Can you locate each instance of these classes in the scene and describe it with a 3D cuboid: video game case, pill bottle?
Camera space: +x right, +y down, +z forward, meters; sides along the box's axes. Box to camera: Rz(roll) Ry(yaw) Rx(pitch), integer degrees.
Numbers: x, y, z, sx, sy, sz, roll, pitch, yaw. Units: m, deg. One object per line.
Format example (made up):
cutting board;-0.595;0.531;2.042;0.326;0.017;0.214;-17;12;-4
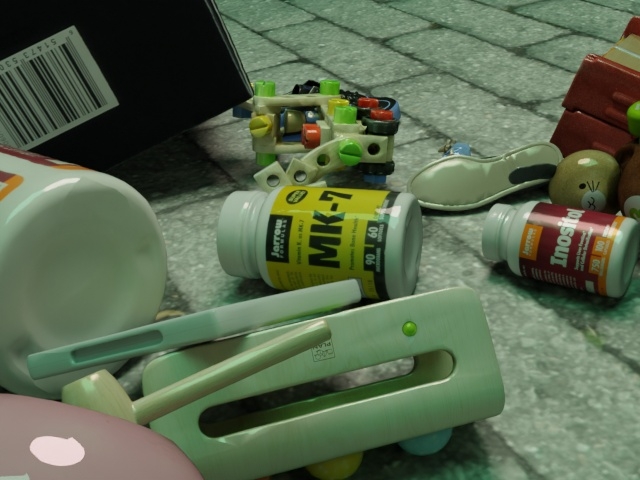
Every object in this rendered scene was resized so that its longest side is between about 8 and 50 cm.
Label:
video game case;-0.103;0.077;0.750;0.206;0.026;0.227;-16;-4;30
pill bottle;0.000;0.000;0.932;0.208;0.119;0.119;4;31;18
pill bottle;0.256;0.005;0.907;0.152;0.086;0.086;13;35;31
pill bottle;-0.372;0.003;0.892;0.392;0.224;0.224;17;37;35

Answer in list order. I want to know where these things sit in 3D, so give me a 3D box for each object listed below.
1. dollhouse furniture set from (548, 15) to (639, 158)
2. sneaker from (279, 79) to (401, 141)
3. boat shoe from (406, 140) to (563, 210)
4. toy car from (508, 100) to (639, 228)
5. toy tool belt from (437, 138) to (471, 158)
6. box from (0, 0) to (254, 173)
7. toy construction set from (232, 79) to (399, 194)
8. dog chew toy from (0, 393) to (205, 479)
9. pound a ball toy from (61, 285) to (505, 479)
dollhouse furniture set;0.508;-0.130;1.078;0.374;0.152;0.201;31;43;23
sneaker;0.014;-0.208;1.322;0.232;0.090;0.081;-13;30;-11
boat shoe;0.213;-0.076;1.107;0.206;0.075;0.065;-14;-13;-3
toy car;0.312;-0.053;0.946;0.188;0.155;0.149;-9;28;14
toy tool belt;0.189;-0.117;1.169;0.052;0.051;0.083;5;31;18
box;-0.409;-0.297;1.248;0.480;0.297;0.472;-27;34;-3
toy construction set;-0.016;-0.132;1.132;0.215;0.151;0.327;2;32;-7
dog chew toy;-0.166;0.248;0.401;0.207;0.206;0.332;4;65;18
pound a ball toy;-0.017;0.132;0.653;0.319;0.135;0.208;-13;-4;-11
